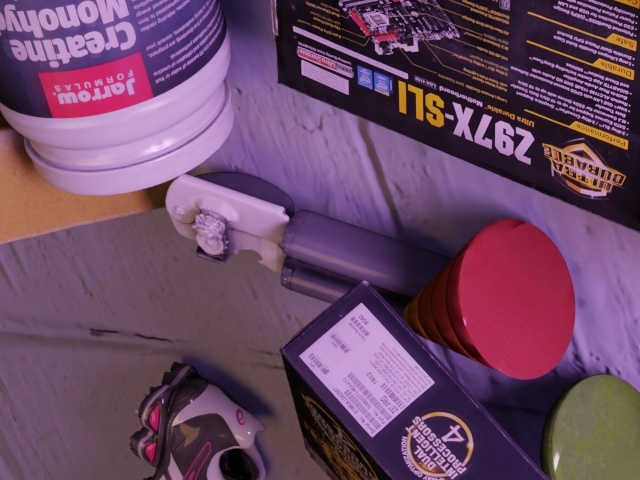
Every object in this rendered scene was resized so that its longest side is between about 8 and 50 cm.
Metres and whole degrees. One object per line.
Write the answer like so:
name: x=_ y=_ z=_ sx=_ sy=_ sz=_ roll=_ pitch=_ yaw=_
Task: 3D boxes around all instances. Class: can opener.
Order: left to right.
can opener: x=0.000 y=0.000 z=1.603 sx=0.280 sy=0.093 sz=0.074 roll=21 pitch=139 yaw=18

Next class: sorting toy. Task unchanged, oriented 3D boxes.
sorting toy: x=0.172 y=0.153 z=1.525 sx=0.126 sy=0.127 sz=0.365 roll=-12 pitch=115 yaw=49

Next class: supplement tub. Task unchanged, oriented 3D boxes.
supplement tub: x=-0.177 y=-0.192 z=1.498 sx=0.191 sy=0.191 sz=0.272 roll=14 pitch=133 yaw=36

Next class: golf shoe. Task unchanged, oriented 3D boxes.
golf shoe: x=-0.121 y=0.247 z=1.933 sx=0.120 sy=0.105 sz=0.273 roll=23 pitch=139 yaw=18

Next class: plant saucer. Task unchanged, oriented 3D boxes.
plant saucer: x=-0.332 y=-0.095 z=1.677 sx=0.333 sy=0.332 sz=0.081 roll=21 pitch=111 yaw=30

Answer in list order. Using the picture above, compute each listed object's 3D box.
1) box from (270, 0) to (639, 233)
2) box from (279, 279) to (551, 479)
box: x=0.108 y=-0.174 z=1.329 sx=0.322 sy=0.079 sz=0.257 roll=24 pitch=140 yaw=28
box: x=0.136 y=0.237 z=1.496 sx=0.395 sy=0.097 sz=0.318 roll=47 pitch=171 yaw=16
